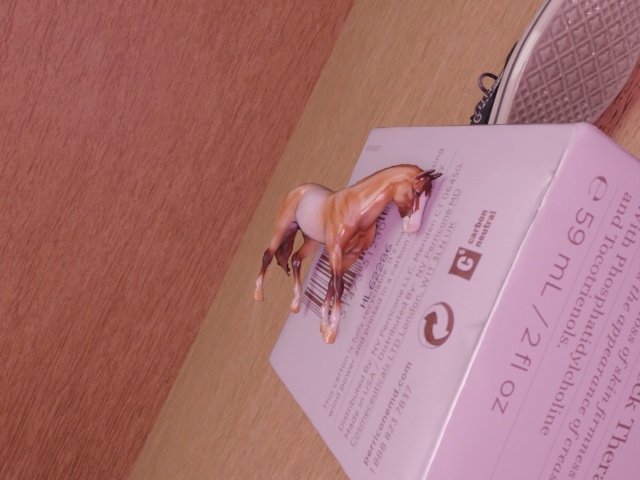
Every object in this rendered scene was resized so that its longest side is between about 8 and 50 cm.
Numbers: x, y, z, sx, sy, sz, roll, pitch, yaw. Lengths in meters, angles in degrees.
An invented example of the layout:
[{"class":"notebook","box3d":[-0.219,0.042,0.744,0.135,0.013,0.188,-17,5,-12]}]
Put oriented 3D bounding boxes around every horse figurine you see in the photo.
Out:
[{"class":"horse figurine","box3d":[0.000,0.000,0.545,0.263,0.066,0.175,14,87,63]}]

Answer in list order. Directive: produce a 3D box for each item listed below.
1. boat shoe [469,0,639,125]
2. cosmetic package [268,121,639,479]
[{"class":"boat shoe","box3d":[0.326,-0.195,0.821,0.156,0.186,0.501,-107,34,-61]},{"class":"cosmetic package","box3d":[0.216,0.102,0.571,0.330,0.393,0.327,-67,25,1]}]
